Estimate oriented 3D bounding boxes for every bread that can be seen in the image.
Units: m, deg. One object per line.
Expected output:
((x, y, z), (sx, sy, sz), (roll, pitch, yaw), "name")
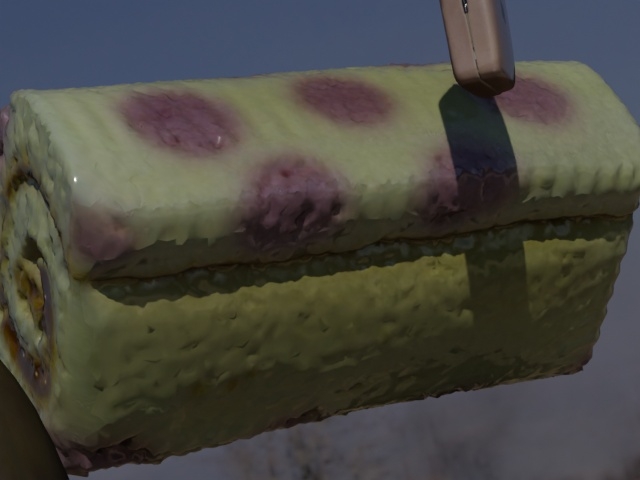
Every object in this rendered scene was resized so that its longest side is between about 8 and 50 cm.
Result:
((0.000, 0.000, 0.851), (0.338, 0.187, 0.155), (-7, 34, -29), "bread")

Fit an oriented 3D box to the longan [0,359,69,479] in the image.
((-0.234, 0.166, 0.596), (0.350, 0.288, 0.288), (-56, 14, -24), "longan")

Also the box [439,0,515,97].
((0.066, -0.123, 0.724), (0.025, 0.115, 0.048), (-12, -9, 20), "box")
